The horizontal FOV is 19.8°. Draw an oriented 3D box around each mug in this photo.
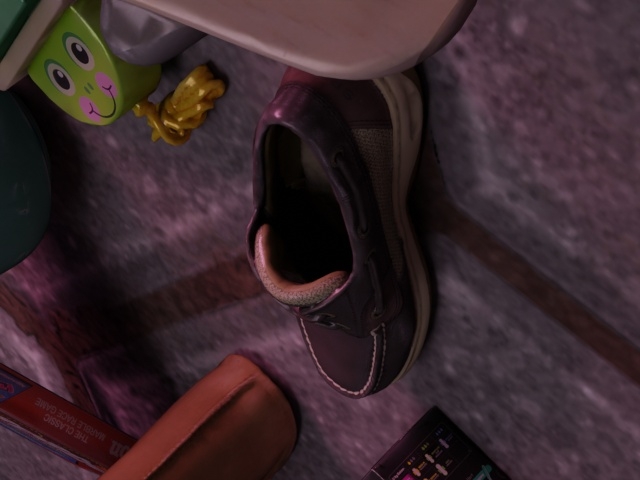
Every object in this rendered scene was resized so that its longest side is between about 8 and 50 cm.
[{"bbox_3d":[-0.218,-0.038,1.031,0.158,0.097,0.129,10,122,54],"label":"mug"}]

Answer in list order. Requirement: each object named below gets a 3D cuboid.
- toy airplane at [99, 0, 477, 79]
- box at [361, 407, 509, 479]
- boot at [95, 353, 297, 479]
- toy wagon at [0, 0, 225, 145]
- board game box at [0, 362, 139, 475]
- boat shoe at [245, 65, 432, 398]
[{"bbox_3d":[-0.165,-0.197,0.617,0.384,0.272,0.386,-16,103,27],"label":"toy airplane"},{"bbox_3d":[0.062,0.138,0.925,0.083,0.052,0.062,43,149,7],"label":"box"},{"bbox_3d":[-0.135,0.209,1.048,0.089,0.269,0.236,43,152,6],"label":"boot"},{"bbox_3d":[-0.183,-0.173,0.870,0.344,0.068,0.267,50,150,-2],"label":"toy wagon"},{"bbox_3d":[-0.195,0.094,1.110,0.145,0.027,0.281,12,162,45],"label":"board game box"},{"bbox_3d":[0.001,0.000,0.823,0.080,0.073,0.223,32,146,26],"label":"boat shoe"}]
